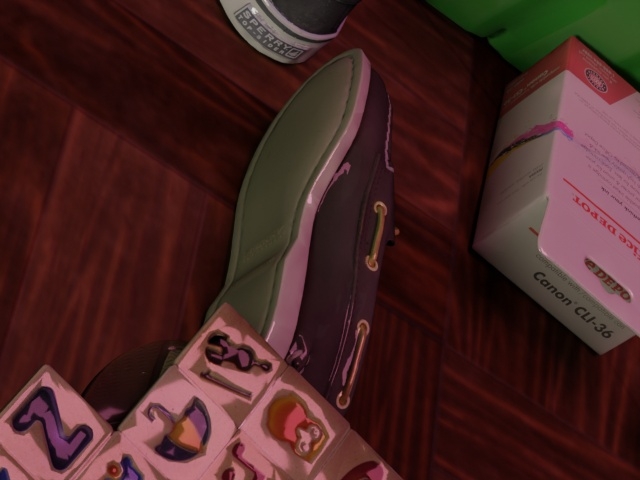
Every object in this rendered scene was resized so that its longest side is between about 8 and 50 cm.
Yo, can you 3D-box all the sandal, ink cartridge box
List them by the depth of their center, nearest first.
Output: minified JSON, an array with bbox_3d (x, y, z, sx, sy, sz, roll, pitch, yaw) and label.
[{"bbox_3d":[-0.081,0.145,0.792,0.090,0.060,0.219,17,66,-26],"label":"sandal"},{"bbox_3d":[0.159,-0.016,1.145,0.115,0.067,0.198,38,40,-19],"label":"ink cartridge box"}]

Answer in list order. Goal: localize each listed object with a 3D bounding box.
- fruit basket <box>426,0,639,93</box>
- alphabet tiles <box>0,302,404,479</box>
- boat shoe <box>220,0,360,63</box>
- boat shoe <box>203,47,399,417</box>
[{"bbox_3d":[0.289,-0.241,1.208,0.392,0.392,0.283,33,43,-25],"label":"fruit basket"},{"bbox_3d":[-0.064,0.144,0.760,0.198,0.009,0.237,46,56,-10],"label":"alphabet tiles"},{"bbox_3d":[0.007,-0.242,1.124,0.108,0.102,0.301,32,44,-26],"label":"boat shoe"},{"bbox_3d":[0.000,0.000,0.964,0.068,0.081,0.228,38,48,-24],"label":"boat shoe"}]
